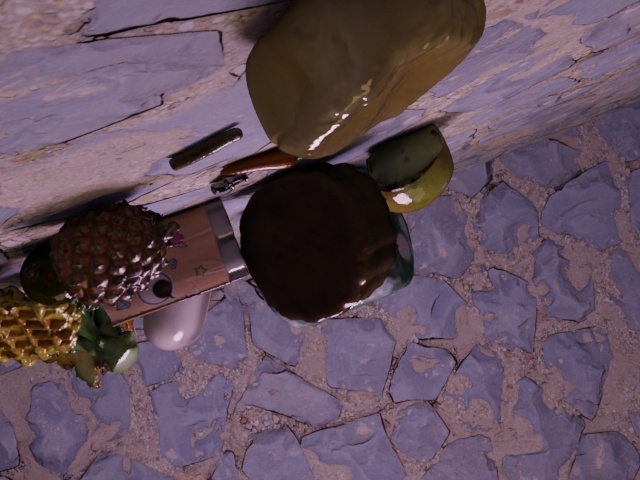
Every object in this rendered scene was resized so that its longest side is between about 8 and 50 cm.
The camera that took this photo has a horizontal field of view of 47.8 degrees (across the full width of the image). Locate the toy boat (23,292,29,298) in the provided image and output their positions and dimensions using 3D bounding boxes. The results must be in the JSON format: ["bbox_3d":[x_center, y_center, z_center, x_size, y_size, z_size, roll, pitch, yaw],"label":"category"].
[{"bbox_3d":[-0.753,0.162,1.762,0.122,0.034,0.096,-7,144,-15],"label":"toy boat"}]

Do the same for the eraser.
[{"bbox_3d":[-0.309,0.042,1.462,0.290,0.171,0.087,-20,-175,-10],"label":"eraser"}]

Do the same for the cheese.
[{"bbox_3d":[0.047,-0.171,0.675,0.214,0.117,0.226,-27,177,-40],"label":"cheese"}]

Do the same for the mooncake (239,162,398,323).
[{"bbox_3d":[-0.001,-0.001,1.512,0.324,0.324,0.187,-24,-179,36],"label":"mooncake"}]

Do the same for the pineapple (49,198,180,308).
[{"bbox_3d":[-0.307,0.014,1.112,0.193,0.166,0.166,-23,177,-1],"label":"pineapple"}]

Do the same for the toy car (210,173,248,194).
[{"bbox_3d":[-0.159,-0.103,1.260,0.041,0.025,0.093,-21,-179,-36],"label":"toy car"}]

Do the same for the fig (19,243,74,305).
[{"bbox_3d":[-0.465,0.052,1.278,0.117,0.117,0.177,-21,-166,-9],"label":"fig"}]

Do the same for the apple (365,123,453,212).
[{"bbox_3d":[0.204,-0.157,1.632,0.188,0.174,0.207,-19,-167,8],"label":"apple"}]

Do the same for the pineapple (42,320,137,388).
[{"bbox_3d":[-0.575,0.231,1.878,0.344,0.286,0.209,-21,177,22],"label":"pineapple"}]

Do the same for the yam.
[{"bbox_3d":[-0.154,-0.123,0.973,0.116,0.021,0.021,-22,177,21],"label":"yam"}]

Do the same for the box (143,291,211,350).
[{"bbox_3d":[-0.371,0.144,1.917,0.141,0.289,0.349,10,174,-3],"label":"box"}]

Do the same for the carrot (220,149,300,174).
[{"bbox_3d":[-0.097,-0.129,1.201,0.142,0.035,0.035,-13,175,-17],"label":"carrot"}]

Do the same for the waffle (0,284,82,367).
[{"bbox_3d":[-0.615,0.162,1.353,0.312,0.060,0.307,17,141,-34],"label":"waffle"}]

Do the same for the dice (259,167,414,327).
[{"bbox_3d":[0.032,0.018,1.870,0.330,0.328,0.348,-22,177,27],"label":"dice"}]

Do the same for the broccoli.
[{"bbox_3d":[-0.502,0.170,1.557,0.270,0.270,0.270,-41,164,-15],"label":"broccoli"}]
